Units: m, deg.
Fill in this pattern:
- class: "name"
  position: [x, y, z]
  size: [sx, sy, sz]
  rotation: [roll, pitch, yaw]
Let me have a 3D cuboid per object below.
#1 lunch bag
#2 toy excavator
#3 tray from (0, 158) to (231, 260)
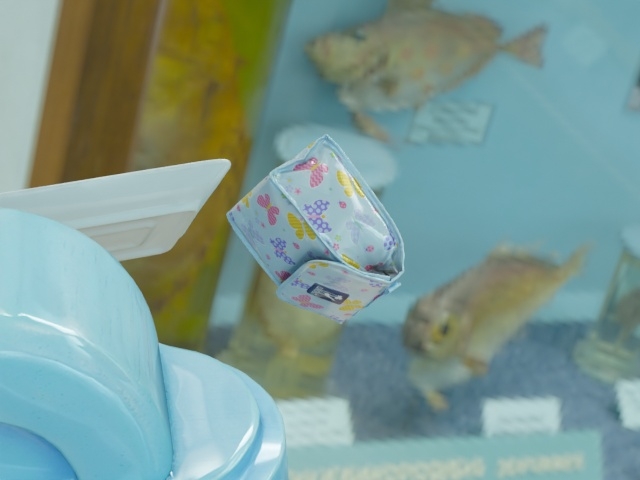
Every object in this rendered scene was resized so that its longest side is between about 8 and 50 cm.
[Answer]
- class: "lunch bag"
  position: [0.000, 0.000, 0.944]
  size: [0.053, 0.071, 0.083]
  rotation: [-38, 91, -28]
- class: "toy excavator"
  position: [-0.237, 0.053, 0.987]
  size: [0.432, 0.445, 0.222]
  rotation: [-5, 25, -6]
- class: "tray"
  position: [-0.204, -0.003, 1.360]
  size: [0.270, 0.145, 0.030]
  rotation: [-10, 73, -23]
